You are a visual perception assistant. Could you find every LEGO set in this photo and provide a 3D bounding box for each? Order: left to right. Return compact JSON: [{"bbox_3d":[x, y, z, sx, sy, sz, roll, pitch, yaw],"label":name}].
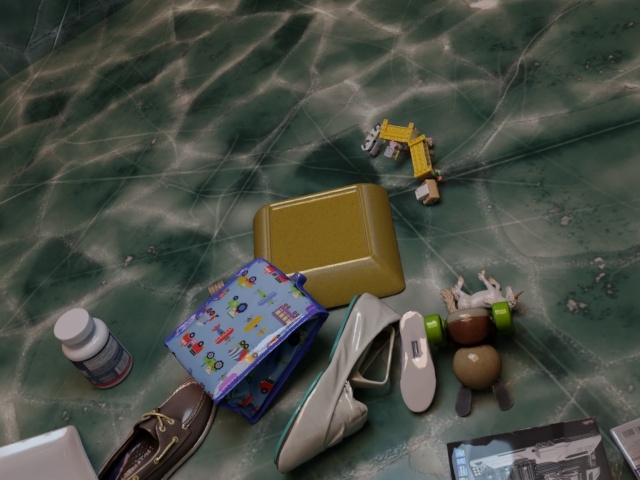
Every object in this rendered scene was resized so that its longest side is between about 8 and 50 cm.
[{"bbox_3d":[0.229,-0.198,1.907,0.287,0.107,0.132,47,112,39],"label":"LEGO set"}]

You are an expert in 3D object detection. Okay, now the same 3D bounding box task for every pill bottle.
[{"bbox_3d":[-0.494,0.230,1.735,0.108,0.180,0.108,-12,45,13],"label":"pill bottle"}]

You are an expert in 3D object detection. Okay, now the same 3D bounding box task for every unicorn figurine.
[{"bbox_3d":[0.326,0.109,1.592,0.162,0.060,0.111,-30,43,18],"label":"unicorn figurine"}]

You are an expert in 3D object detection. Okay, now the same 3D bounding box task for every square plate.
[{"bbox_3d":[-0.606,0.478,1.506,0.347,0.049,0.344,-16,16,-23],"label":"square plate"}]

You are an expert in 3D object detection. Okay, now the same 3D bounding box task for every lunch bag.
[{"bbox_3d":[-0.136,0.175,1.616,0.293,0.138,0.221,-50,48,-3],"label":"lunch bag"}]

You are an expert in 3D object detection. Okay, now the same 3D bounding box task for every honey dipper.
[{"bbox_3d":[-0.180,0.086,1.842,0.161,0.030,0.030,-26,44,-3],"label":"honey dipper"}]

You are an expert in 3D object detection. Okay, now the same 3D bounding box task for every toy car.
[{"bbox_3d":[0.288,0.222,1.475,0.155,0.149,0.188,-12,74,13],"label":"toy car"}]

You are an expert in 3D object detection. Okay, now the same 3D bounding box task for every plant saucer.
[{"bbox_3d":[0.000,0.000,1.794,0.333,0.081,0.332,-12,45,7],"label":"plant saucer"}]

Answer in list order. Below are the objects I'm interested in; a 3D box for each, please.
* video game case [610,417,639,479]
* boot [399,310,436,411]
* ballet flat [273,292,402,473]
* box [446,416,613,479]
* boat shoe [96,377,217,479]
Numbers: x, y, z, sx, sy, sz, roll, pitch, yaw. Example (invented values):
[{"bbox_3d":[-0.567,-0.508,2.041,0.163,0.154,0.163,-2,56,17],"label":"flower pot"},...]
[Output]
[{"bbox_3d":[0.599,0.344,1.276,0.201,0.023,0.183,-22,44,2],"label":"video game case"},{"bbox_3d":[0.187,0.232,1.530,0.069,0.086,0.189,-3,76,11],"label":"boot"},{"bbox_3d":[0.052,0.272,1.514,0.139,0.139,0.400,10,53,30],"label":"ballet flat"},{"bbox_3d":[0.333,0.436,1.203,0.243,0.076,0.307,-14,46,14],"label":"box"},{"bbox_3d":[-0.323,0.395,1.569,0.117,0.096,0.324,19,59,35],"label":"boat shoe"}]
